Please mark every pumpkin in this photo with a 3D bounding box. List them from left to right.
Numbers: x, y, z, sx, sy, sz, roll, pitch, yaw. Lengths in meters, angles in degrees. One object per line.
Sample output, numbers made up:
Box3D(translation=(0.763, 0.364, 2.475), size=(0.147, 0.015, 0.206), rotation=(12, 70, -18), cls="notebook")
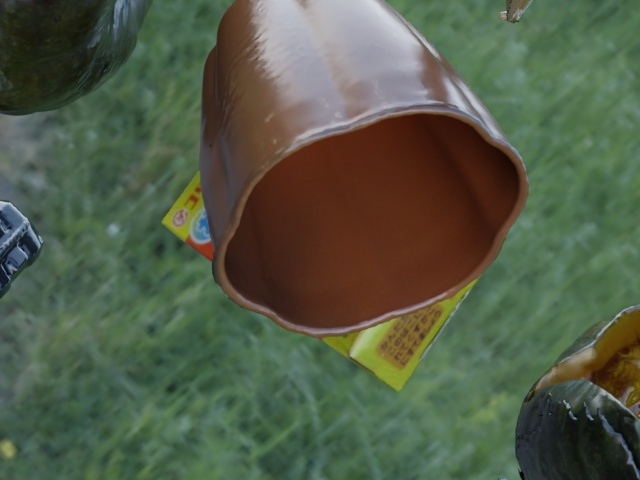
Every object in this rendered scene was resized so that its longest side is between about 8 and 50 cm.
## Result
Box3D(translation=(-0.207, -0.203, 1.120), size=(0.242, 0.232, 0.325), rotation=(15, -23, 0), cls="pumpkin")
Box3D(translation=(0.341, 0.180, 1.466), size=(0.320, 0.321, 0.192), rotation=(-76, 141, -71), cls="pumpkin")

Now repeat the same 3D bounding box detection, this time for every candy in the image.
Box3D(translation=(0.000, 0.000, 1.283), size=(0.276, 0.146, 0.088), rotation=(35, -1, 43), cls="candy")

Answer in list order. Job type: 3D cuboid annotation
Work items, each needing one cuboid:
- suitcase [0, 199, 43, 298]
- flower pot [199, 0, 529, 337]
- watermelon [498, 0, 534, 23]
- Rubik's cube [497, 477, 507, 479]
Box3D(translation=(-0.367, 0.084, 1.231), size=(0.066, 0.206, 0.285), rotation=(54, 33, -16), cls="suitcase")
Box3D(translation=(0.010, -0.063, 0.907), size=(0.191, 0.191, 0.173), rotation=(34, 27, -42), cls="flower pot")
Box3D(translation=(0.142, -0.207, 0.961), size=(0.063, 0.119, 0.245), rotation=(23, -2, 3), cls="watermelon")
Box3D(translation=(0.252, 0.430, 1.794), size=(0.178, 0.211, 0.190), rotation=(20, -25, -3), cls="Rubik's cube")
